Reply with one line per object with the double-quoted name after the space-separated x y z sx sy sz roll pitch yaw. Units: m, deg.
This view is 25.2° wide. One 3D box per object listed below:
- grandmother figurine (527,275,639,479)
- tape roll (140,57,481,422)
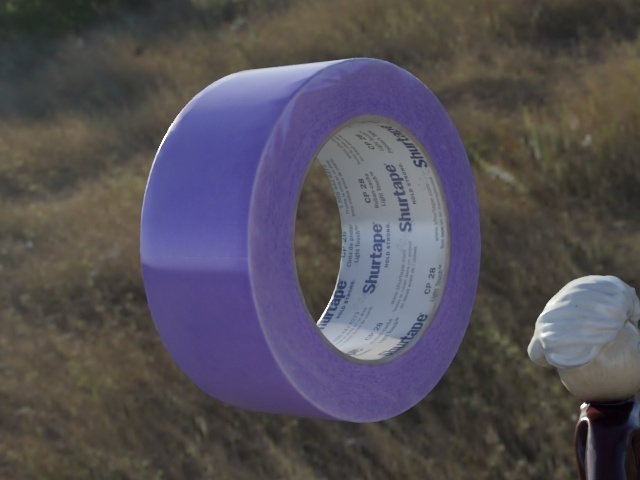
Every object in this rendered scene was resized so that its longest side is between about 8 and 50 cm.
0.234 0.195 1.068 0.104 0.342 0.208 -13 -3 7 "grandmother figurine"
0.000 0.000 0.764 0.080 0.189 0.189 1 22 42 "tape roll"
